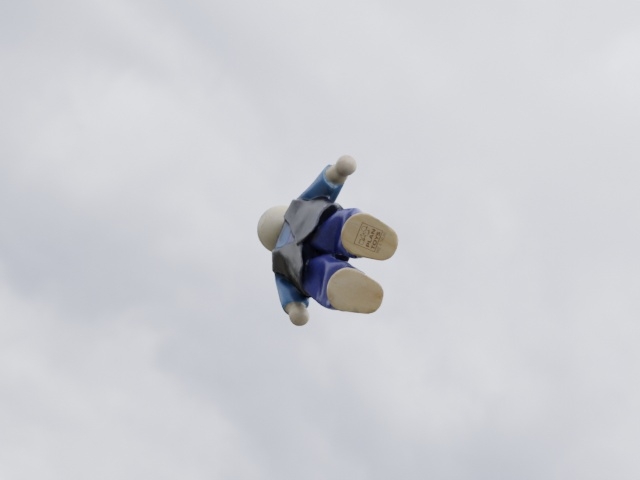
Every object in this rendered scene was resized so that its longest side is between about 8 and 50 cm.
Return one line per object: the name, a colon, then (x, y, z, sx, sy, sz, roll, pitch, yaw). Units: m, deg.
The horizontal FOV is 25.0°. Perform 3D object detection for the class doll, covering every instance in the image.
doll: (0.000, 0.000, 1.031, 0.046, 0.129, 0.189, 15, 1, -21)
